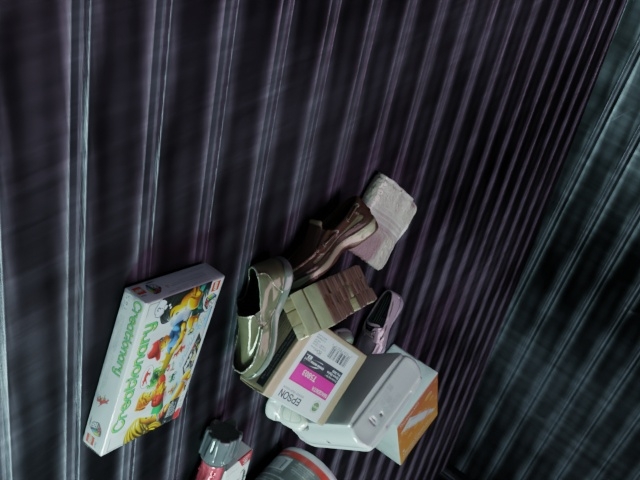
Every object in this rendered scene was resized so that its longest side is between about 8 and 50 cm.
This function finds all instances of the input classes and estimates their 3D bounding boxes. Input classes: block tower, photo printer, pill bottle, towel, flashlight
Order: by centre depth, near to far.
[{"bbox_3d":[0.021,0.121,1.813,0.091,0.097,0.335,-26,175,17],"label":"block tower"},{"bbox_3d":[-0.251,0.528,1.864,0.103,0.103,0.304,7,114,-34],"label":"flashlight"},{"bbox_3d":[0.135,-0.036,2.010,0.187,0.049,0.282,-60,156,0],"label":"towel"},{"bbox_3d":[0.074,0.390,2.156,0.256,0.107,0.307,-49,-163,-28],"label":"photo printer"},{"bbox_3d":[-0.128,0.702,2.174,0.363,0.210,0.210,-41,151,-34],"label":"pill bottle"}]

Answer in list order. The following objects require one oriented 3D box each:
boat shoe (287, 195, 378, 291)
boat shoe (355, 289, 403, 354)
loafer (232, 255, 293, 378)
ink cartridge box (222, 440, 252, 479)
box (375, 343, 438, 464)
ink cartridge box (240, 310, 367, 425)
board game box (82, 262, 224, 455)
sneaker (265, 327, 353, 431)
[{"bbox_3d":[-0.004,-0.001,1.757,0.257,0.095,0.095,-38,115,-26],"label":"boat shoe"},{"bbox_3d":[0.139,0.231,2.321,0.076,0.083,0.226,42,68,-54],"label":"boat shoe"},{"bbox_3d":[-0.130,0.145,1.677,0.087,0.094,0.251,5,107,-37],"label":"loafer"},{"bbox_3d":[-0.213,0.525,1.983,0.099,0.056,0.135,-31,144,-49],"label":"ink cartridge box"},{"bbox_3d":[0.234,0.508,2.708,0.215,0.168,0.345,-49,155,-21],"label":"box"},{"bbox_3d":[-0.031,0.273,1.915,0.235,0.088,0.193,39,81,-46],"label":"ink cartridge box"},{"bbox_3d":[-0.277,0.194,1.464,0.193,0.053,0.305,-19,135,-55],"label":"board game box"},{"bbox_3d":[-0.001,0.333,2.100,0.292,0.118,0.110,-48,153,-27],"label":"sneaker"}]
